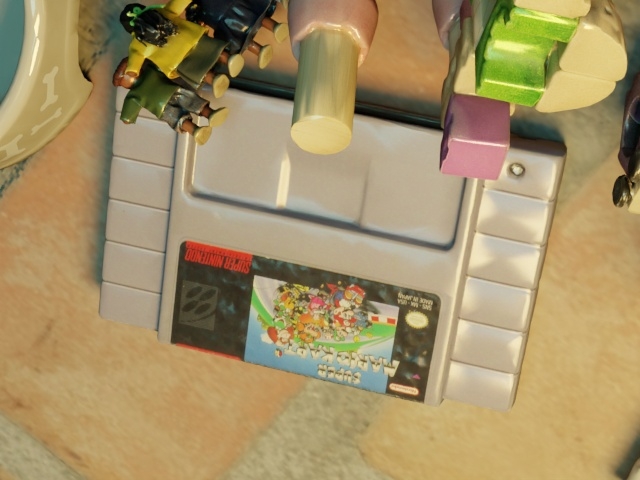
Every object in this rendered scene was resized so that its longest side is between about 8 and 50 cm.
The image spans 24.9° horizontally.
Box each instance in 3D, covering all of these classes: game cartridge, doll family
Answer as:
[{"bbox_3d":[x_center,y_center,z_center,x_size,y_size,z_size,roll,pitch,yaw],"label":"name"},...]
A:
[{"bbox_3d":[0.000,0.000,1.157,0.355,0.068,0.230,12,108,10],"label":"game cartridge"},{"bbox_3d":[-0.091,-0.171,1.092,0.111,0.076,0.193,34,76,17],"label":"doll family"}]

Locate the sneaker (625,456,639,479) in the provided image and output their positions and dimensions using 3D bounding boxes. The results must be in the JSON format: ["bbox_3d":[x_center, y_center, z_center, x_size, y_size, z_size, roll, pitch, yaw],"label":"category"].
[{"bbox_3d":[0.389,0.207,1.102,0.292,0.108,0.169,25,117,6],"label":"sneaker"}]

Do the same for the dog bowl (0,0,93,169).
[{"bbox_3d":[-0.342,-0.203,1.149,0.348,0.102,0.349,5,111,12],"label":"dog bowl"}]

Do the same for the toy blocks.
[{"bbox_3d":[0.147,-0.212,0.971,0.308,0.260,0.289,10,144,-7],"label":"toy blocks"}]
